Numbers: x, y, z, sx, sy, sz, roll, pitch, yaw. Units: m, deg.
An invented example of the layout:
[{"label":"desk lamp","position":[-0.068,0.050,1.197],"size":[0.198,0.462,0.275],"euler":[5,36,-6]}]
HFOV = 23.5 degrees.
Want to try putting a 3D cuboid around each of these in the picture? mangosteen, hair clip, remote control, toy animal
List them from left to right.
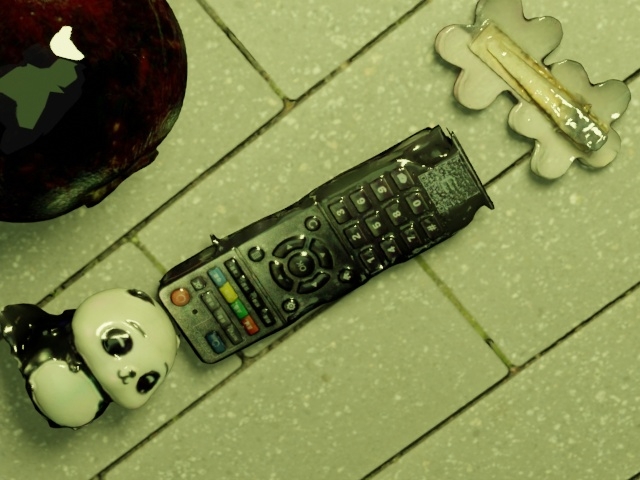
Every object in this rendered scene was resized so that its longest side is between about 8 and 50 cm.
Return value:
[{"label":"mangosteen","position":[-0.301,-0.176,1.599],"size":[0.330,0.330,0.330],"euler":[-1,112,-2]},{"label":"toy animal","position":[-0.262,0.127,1.806],"size":[0.179,0.138,0.166],"euler":[-18,128,10]},{"label":"remote control","position":[0.000,0.000,1.805],"size":[0.399,0.062,0.144],"euler":[-28,110,11]},{"label":"hair clip","position":[0.244,-0.171,1.744],"size":[0.257,0.075,0.146],"euler":[41,103,-10]}]
